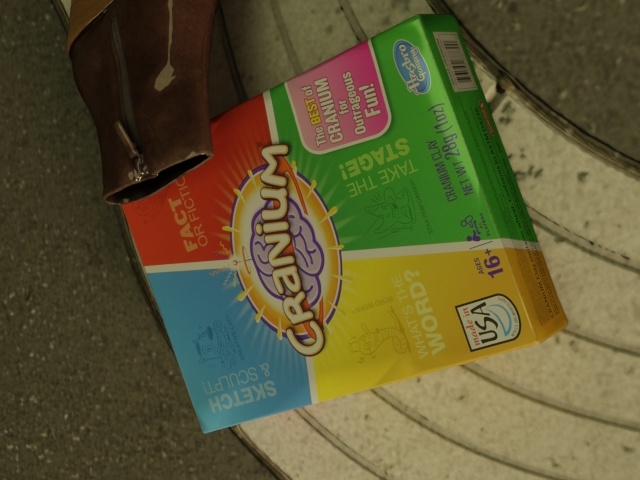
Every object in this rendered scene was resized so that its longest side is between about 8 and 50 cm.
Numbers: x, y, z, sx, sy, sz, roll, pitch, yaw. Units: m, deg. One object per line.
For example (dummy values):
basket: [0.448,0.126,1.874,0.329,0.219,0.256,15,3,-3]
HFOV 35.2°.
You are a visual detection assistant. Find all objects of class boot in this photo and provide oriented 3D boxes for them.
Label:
boot: [-0.097,-0.158,0.771,0.248,0.090,0.207,-26,69,35]

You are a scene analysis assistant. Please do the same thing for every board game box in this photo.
board game box: [0.000,0.000,0.785,0.316,0.064,0.242,-22,88,33]
